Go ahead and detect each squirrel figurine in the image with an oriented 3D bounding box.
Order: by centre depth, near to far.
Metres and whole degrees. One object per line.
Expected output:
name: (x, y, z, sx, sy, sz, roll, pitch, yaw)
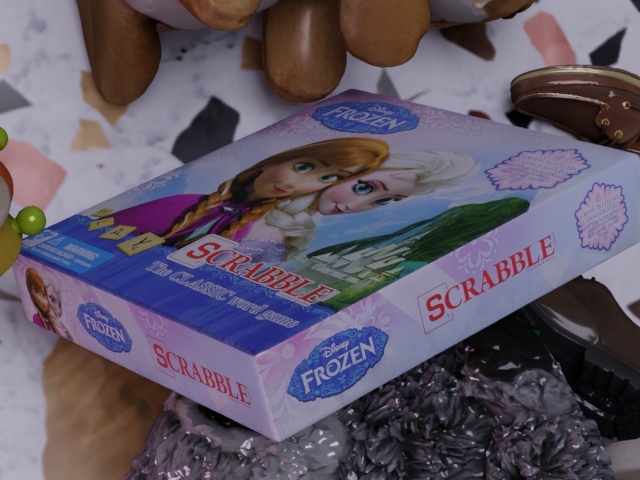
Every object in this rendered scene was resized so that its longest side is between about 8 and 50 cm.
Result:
squirrel figurine: (0.005, -0.309, 1.490, 0.370, 0.281, 0.397, -11, 79, -23)

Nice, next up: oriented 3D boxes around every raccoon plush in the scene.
raccoon plush: (0.064, 0.237, 1.379, 0.299, 0.216, 0.446, -29, 85, -8)

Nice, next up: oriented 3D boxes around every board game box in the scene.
board game box: (0.000, 0.000, 1.350, 0.318, 0.318, 0.066, -27, 116, -30)

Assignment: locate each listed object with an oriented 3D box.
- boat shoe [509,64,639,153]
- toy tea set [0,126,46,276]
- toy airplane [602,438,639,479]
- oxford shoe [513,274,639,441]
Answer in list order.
boat shoe: (0.237, -0.098, 1.584, 0.178, 0.064, 0.060, 10, 69, -13)
toy tea set: (-0.341, 0.036, 1.377, 0.336, 0.124, 0.200, -26, 43, 2)
toy airplane: (0.440, 0.148, 1.394, 0.386, 0.384, 0.272, 29, 40, -14)
oxford shoe: (0.169, 0.056, 1.524, 0.227, 0.083, 0.096, 38, 45, 3)
